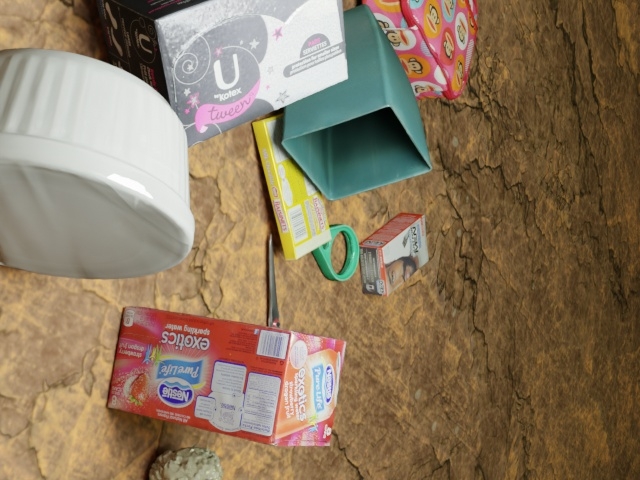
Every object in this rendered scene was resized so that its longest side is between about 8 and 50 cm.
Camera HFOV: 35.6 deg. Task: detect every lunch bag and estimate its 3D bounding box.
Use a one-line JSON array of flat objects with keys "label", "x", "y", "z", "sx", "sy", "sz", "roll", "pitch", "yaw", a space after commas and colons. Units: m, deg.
[{"label": "lunch bag", "x": 0.179, "y": -0.410, "z": 1.722, "sx": 0.293, "sy": 0.120, "sz": 0.258, "roll": 52, "pitch": 47, "yaw": -50}]

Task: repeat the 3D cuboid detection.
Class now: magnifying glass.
[{"label": "magnifying glass", "x": 0.000, "y": 0.000, "z": 1.564, "sx": 0.231, "sy": 0.026, "sz": 0.092, "roll": 32, "pitch": 68, "yaw": -54}]

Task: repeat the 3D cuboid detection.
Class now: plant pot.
[{"label": "plant pot", "x": 0.049, "y": -0.214, "z": 1.460, "sx": 0.166, "sy": 0.165, "sz": 0.234, "roll": 49, "pitch": 32, "yaw": -50}]

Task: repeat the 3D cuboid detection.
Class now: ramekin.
[{"label": "ramekin", "x": -0.248, "y": -0.069, "z": 0.935, "sx": 0.273, "sy": 0.272, "sz": 0.127, "roll": 40, "pitch": 49, "yaw": -54}]

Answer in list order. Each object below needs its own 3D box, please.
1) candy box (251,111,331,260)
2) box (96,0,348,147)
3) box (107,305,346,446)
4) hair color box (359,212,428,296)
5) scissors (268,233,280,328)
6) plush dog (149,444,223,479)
[{"label": "candy box", "x": -0.040, "y": -0.083, "z": 1.455, "sx": 0.105, "sy": 0.027, "sz": 0.206, "roll": -30, "pitch": 110, "yaw": -57}, {"label": "box", "x": -0.105, "y": -0.232, "z": 1.149, "sx": 0.247, "sy": 0.142, "sz": 0.163, "roll": -27, "pitch": 129, "yaw": -28}, {"label": "box", "x": -0.113, "y": 0.158, "z": 1.179, "sx": 0.122, "sy": 0.256, "sz": 0.128, "roll": 19, "pitch": 78, "yaw": -56}, {"label": "hair color box", "x": 0.130, "y": 0.023, "z": 1.755, "sx": 0.167, "sy": 0.053, "sz": 0.093, "roll": -35, "pitch": 124, "yaw": -50}, {"label": "scissors", "x": -0.065, "y": 0.142, "z": 1.489, "sx": 0.109, "sy": 0.021, "sz": 0.297, "roll": 7, "pitch": 87, "yaw": -56}, {"label": "plush dog", "x": -0.114, "y": 0.411, "z": 1.244, "sx": 0.211, "sy": 0.225, "sz": 0.262, "roll": -58, "pitch": 140, "yaw": -37}]
